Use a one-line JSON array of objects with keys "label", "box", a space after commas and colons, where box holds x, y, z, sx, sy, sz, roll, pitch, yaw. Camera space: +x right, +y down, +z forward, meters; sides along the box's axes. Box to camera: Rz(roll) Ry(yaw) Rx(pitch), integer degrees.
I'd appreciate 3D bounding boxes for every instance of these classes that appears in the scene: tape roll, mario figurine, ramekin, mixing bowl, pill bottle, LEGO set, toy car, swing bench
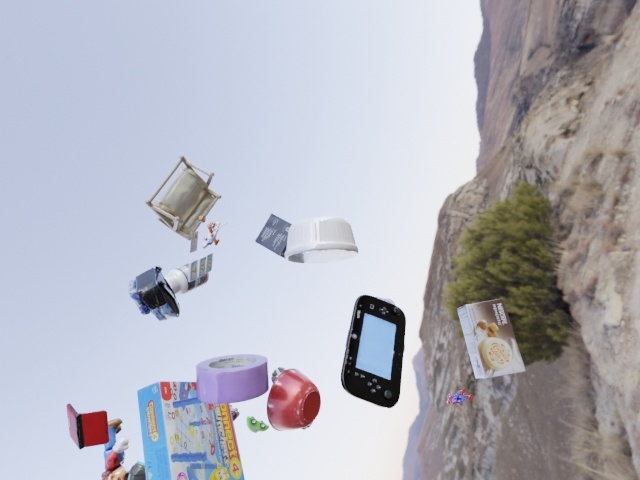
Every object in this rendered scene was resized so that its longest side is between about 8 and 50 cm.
[{"label": "tape roll", "box": [-0.232, 0.362, 1.082, 0.189, 0.188, 0.080, 2, -96, -67]}, {"label": "mario figurine", "box": [-0.828, 0.919, 1.694, 0.198, 0.169, 0.321, 69, 179, -60]}, {"label": "ramekin", "box": [0.000, 0.000, 1.505, 0.273, 0.272, 0.127, 28, -124, -67]}, {"label": "mixing bowl", "box": [-0.063, 0.480, 1.208, 0.181, 0.098, 0.182, 3, -94, -52]}, {"label": "pill bottle", "box": [-0.542, 0.156, 1.614, 0.180, 0.107, 0.108, -28, -50, -56]}, {"label": "LEGO set", "box": [-0.427, 0.022, 1.540, 0.182, 0.060, 0.245, -36, -45, -74]}, {"label": "toy car", "box": [-0.311, 0.712, 1.617, 0.053, 0.224, 0.239, -64, 8, -21]}, {"label": "swing bench", "box": [-0.570, -0.174, 1.729, 0.253, 0.165, 0.255, -59, -4, -19]}]

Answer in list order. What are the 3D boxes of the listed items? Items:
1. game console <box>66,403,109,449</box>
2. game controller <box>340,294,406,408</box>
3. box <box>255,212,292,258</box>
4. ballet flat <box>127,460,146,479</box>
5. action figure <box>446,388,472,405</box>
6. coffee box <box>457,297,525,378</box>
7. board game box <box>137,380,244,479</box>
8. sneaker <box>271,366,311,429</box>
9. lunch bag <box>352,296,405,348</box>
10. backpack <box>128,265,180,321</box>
[{"label": "game console", "box": [-0.796, 0.626, 1.393, 0.085, 0.124, 0.144, -16, -61, -49]}, {"label": "game controller", "box": [0.151, 0.296, 1.132, 0.067, 0.166, 0.319, -51, 15, 44]}, {"label": "box", "box": [-0.193, -0.017, 1.907, 0.156, 0.158, 0.093, -60, -25, -5]}, {"label": "ballet flat", "box": [-0.505, 0.804, 1.337, 0.280, 0.095, 0.096, 36, -123, -30]}, {"label": "action figure", "box": [0.375, 0.435, 1.120, 0.030, 0.038, 0.115, -50, -12, -27]}, {"label": "coffee box", "box": [0.586, 0.339, 1.413, 0.098, 0.141, 0.247, 89, 172, -72]}, {"label": "board game box", "box": [-0.369, 0.574, 1.183, 0.302, 0.086, 0.309, 36, -150, -60]}, {"label": "sneaker", "box": [-0.107, 0.659, 1.726, 0.107, 0.275, 0.110, -32, -27, -3]}, {"label": "lunch bag", "box": [0.248, 0.395, 1.791, 0.224, 0.107, 0.280, -45, 46, 47]}, {"label": "backpack", "box": [-0.556, 0.198, 1.384, 0.116, 0.158, 0.174, -28, -60, -14]}]
